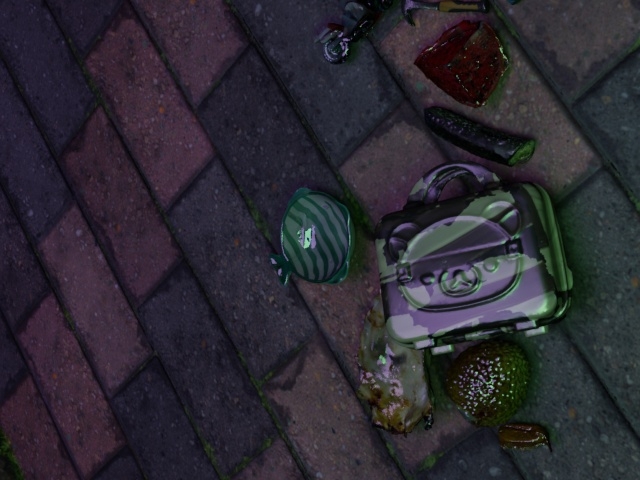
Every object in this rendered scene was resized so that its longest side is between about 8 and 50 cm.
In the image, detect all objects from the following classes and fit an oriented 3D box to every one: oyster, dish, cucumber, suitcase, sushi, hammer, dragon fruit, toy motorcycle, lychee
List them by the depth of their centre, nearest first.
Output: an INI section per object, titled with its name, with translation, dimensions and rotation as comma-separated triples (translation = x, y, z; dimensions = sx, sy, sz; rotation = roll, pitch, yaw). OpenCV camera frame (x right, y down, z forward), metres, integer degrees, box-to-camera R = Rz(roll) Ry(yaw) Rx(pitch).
[suitcase]
translation = 0.277, 0.022, 1.949
dimensions = 0.351, 0.194, 0.339
rotation = -14, 74, 22
[lychee]
translation = 0.321, 0.263, 1.989
dimensions = 0.171, 0.171, 0.171
rotation = 5, 97, 39
[sushi]
translation = 0.383, 0.373, 2.005
dimensions = 0.120, 0.055, 0.052
rotation = -8, 44, 33
[dragon fruit]
translation = 0.272, -0.336, 2.024
dimensions = 0.127, 0.120, 0.161
rotation = 52, 166, -25
[cucumber]
translation = 0.292, -0.199, 2.025
dimensions = 0.245, 0.067, 0.067
rotation = 26, 110, 37
[hammer]
translation = 0.240, -0.454, 2.065
dimensions = 0.201, 0.021, 0.078
rotation = 13, 103, 39
[oyster]
translation = 0.156, 0.221, 2.157
dimensions = 0.221, 0.096, 0.361
rotation = -5, 91, 45
[toy motorcycle]
translation = 0.058, -0.466, 2.175
dimensions = 0.213, 0.082, 0.122
rotation = -48, 66, 31
[dish]
translation = 0.000, 0.000, 2.272
dimensions = 0.246, 0.078, 0.224
rotation = -40, 69, 34

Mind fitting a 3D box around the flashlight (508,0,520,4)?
[flashlight]
translation = 0.328, -0.492, 1.974
dimensions = 0.051, 0.051, 0.129
rotation = -43, 72, 34
